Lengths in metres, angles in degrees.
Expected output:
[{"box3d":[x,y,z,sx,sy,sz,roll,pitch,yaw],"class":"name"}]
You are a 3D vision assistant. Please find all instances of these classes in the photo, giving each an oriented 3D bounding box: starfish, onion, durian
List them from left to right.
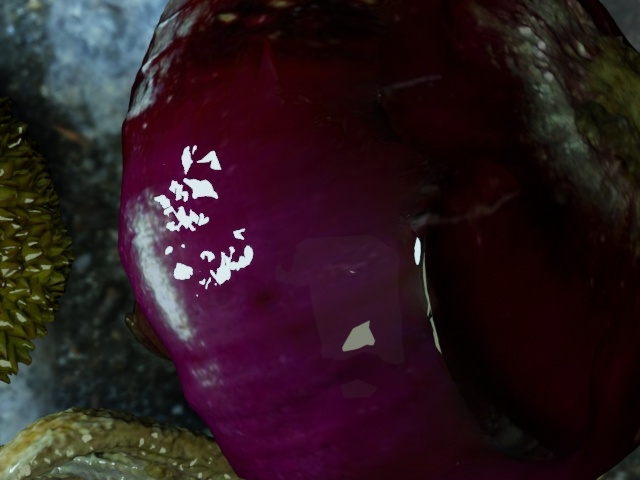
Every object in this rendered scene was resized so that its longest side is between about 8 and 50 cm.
[{"box3d":[-0.306,-0.012,1.123,0.258,0.258,0.293,-51,60,16],"class":"durian"},{"box3d":[-0.087,0.218,1.152,0.398,0.132,0.384,35,143,-32],"class":"starfish"},{"box3d":[0.000,0.000,1.078,0.420,0.398,0.398,-16,109,37],"class":"onion"}]

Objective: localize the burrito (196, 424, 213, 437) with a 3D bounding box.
[{"box3d":[-0.011,0.211,1.258,0.144,0.089,0.229,0,114,12],"class":"burrito"}]
